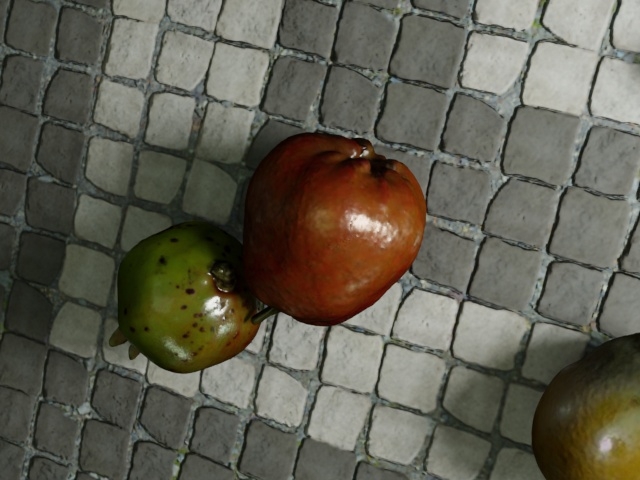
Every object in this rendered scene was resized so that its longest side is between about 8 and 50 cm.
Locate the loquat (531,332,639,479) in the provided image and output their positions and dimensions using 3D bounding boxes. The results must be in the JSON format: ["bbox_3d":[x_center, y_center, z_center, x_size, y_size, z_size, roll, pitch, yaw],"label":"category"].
[{"bbox_3d":[0.352,0.205,0.989,0.227,0.179,0.179,-41,83,20],"label":"loquat"}]

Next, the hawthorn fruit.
[{"bbox_3d":[0.000,0.000,1.057,0.224,0.224,0.261,36,106,11],"label":"hawthorn fruit"}]

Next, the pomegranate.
[{"bbox_3d":[-0.190,0.091,1.132,0.246,0.198,0.198,-38,83,12],"label":"pomegranate"}]
